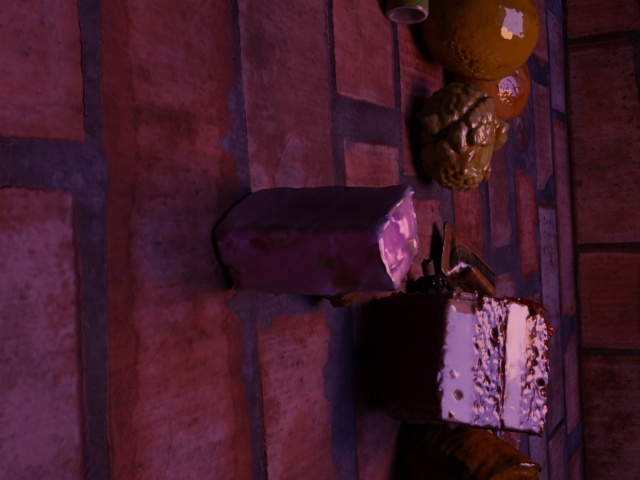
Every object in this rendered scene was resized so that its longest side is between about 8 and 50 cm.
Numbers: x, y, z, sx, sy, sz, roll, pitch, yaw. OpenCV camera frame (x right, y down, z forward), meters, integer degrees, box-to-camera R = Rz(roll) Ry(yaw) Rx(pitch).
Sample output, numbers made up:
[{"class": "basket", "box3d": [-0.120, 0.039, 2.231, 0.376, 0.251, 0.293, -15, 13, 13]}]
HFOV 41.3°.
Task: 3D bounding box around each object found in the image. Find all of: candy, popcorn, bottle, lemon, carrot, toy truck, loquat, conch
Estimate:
[{"class": "candy", "box3d": [0.000, 0.000, 1.211, 0.155, 0.265, 0.115, -47, 132, -54]}, {"class": "popcorn", "box3d": [0.319, -0.240, 1.961, 0.255, 0.195, 0.256, 0, 87, -54]}, {"class": "bottle", "box3d": [0.189, -0.640, 1.830, 0.093, 0.093, 0.330, 18, 71, -62]}, {"class": "lemon", "box3d": [0.379, -0.503, 1.987, 0.310, 0.258, 0.257, 19, 67, -27]}, {"class": "carrot", "box3d": [0.288, 0.500, 1.794, 0.242, 0.341, 0.241, -11, 109, -34]}, {"class": "toy truck", "box3d": [0.246, 0.149, 1.888, 0.065, 0.079, 0.147, -33, 118, -58]}, {"class": "candy", "box3d": [0.354, 0.074, 2.095, 0.271, 0.101, 0.143, 46, 42, -45]}, {"class": "loquat", "box3d": [0.445, -0.407, 2.208, 0.238, 0.193, 0.238, -9, 90, -68]}, {"class": "conch", "box3d": [0.039, 0.058, 1.495, 0.080, 0.086, 0.232, 35, 26, -6]}]

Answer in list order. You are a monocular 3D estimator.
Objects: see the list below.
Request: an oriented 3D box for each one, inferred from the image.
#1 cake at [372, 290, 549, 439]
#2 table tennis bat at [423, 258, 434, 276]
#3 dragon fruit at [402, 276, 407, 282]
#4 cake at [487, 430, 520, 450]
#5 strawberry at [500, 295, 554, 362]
[{"class": "cake", "box3d": [0.270, 0.241, 1.663, 0.290, 0.256, 0.282, 8, 79, -27]}, {"class": "table tennis bat", "box3d": [0.272, 0.152, 2.009, 0.131, 0.022, 0.234, -50, 132, -53]}, {"class": "dragon fruit", "box3d": [0.130, 0.054, 1.694, 0.083, 0.060, 0.056, 36, 59, -25]}, {"class": "cake", "box3d": [0.413, 0.491, 2.209, 0.295, 0.113, 0.116, 52, 40, -30]}, {"class": "strawberry", "box3d": [0.484, 0.272, 2.237, 0.261, 0.258, 0.261, 0, 90, -86]}]
